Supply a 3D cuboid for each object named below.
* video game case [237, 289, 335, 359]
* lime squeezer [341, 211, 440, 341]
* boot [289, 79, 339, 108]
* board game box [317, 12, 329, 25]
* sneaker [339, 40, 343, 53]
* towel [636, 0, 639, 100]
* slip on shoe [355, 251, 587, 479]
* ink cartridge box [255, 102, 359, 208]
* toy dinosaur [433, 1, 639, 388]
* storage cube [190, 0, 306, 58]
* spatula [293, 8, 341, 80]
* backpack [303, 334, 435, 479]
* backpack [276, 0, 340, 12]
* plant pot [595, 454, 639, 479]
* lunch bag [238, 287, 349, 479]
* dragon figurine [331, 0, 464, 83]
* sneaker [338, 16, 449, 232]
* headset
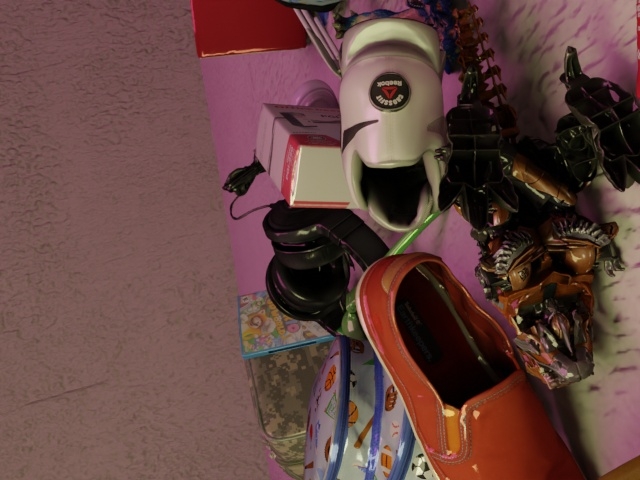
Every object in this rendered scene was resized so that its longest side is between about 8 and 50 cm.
[{"bbox_3d":[-0.053,0.125,1.243,0.015,0.166,0.119,72,-173,-51],"label":"video game case"},{"bbox_3d":[0.084,0.085,0.971,0.059,0.109,0.310,-53,-27,-56],"label":"lime squeezer"},{"bbox_3d":[0.009,-0.133,1.258,0.258,0.095,0.123,87,158,-47],"label":"boot"},{"bbox_3d":[0.007,-0.422,1.181,0.133,0.033,0.169,87,169,-45],"label":"board game box"},{"bbox_3d":[0.088,-0.170,0.977,0.209,0.069,0.082,70,-167,14],"label":"sneaker"},{"bbox_3d":[0.240,-0.207,0.405,0.199,0.031,0.275,-143,48,-73],"label":"towel"},{"bbox_3d":[0.144,0.153,0.669,0.331,0.123,0.101,59,163,7],"label":"slip on shoe"},{"bbox_3d":[0.008,-0.125,1.082,0.218,0.158,0.092,-128,42,-61],"label":"ink cartridge box"},{"bbox_3d":[0.155,-0.042,0.624,0.322,0.164,0.218,55,176,13],"label":"toy dinosaur"},{"bbox_3d":[-0.125,-0.425,1.314,0.184,0.215,0.193,-104,10,-74],"label":"storage cube"},{"bbox_3d":[0.006,-0.277,1.080,0.168,0.019,0.242,32,-154,-53],"label":"spatula"},{"bbox_3d":[0.093,0.204,0.842,0.277,0.213,0.263,-95,24,-48],"label":"backpack"},{"bbox_3d":[0.009,-0.407,0.819,0.355,0.273,0.290,26,118,58],"label":"backpack"},{"bbox_3d":[0.210,0.283,0.491,0.212,0.187,0.212,-116,23,-49],"label":"plant pot"},{"bbox_3d":[-0.004,0.259,1.303,0.256,0.212,0.305,71,180,-51],"label":"lunch bag"},{"bbox_3d":[0.100,-0.217,0.811,0.289,0.144,0.085,-34,-61,-71],"label":"dragon figurine"},{"bbox_3d":[0.074,-0.068,0.745,0.330,0.122,0.146,48,-138,-69],"label":"sneaker"},{"bbox_3d":[0.000,0.000,1.156,0.394,0.185,0.243,38,149,26],"label":"headset"}]
